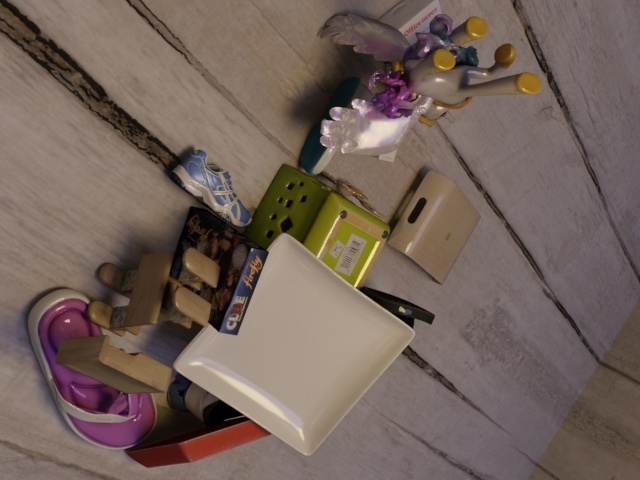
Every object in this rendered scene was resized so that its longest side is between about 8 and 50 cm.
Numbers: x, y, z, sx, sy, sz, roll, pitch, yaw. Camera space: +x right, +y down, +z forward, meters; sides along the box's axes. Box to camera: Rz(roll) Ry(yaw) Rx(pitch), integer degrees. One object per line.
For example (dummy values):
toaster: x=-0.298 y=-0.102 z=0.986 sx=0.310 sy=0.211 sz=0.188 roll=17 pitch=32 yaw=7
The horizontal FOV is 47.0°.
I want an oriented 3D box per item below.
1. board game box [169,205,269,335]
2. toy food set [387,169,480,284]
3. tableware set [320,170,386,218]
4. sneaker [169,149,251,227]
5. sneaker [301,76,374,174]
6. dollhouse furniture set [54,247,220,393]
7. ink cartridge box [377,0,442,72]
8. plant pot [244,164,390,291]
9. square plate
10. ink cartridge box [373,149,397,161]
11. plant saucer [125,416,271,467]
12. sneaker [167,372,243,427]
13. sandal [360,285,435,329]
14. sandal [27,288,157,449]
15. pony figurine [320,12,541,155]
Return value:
board game box: x=-0.201 y=0.051 z=1.378 sx=0.042 sy=0.243 sz=0.165 roll=14 pitch=100 yaw=-40
toy food set: x=0.301 y=-0.029 z=1.941 sx=0.220 sy=0.092 sz=0.306 roll=-60 pitch=145 yaw=-3
tableware set: x=0.068 y=-0.107 z=1.606 sx=0.141 sy=0.169 sz=0.020 roll=30 pitch=100 yaw=-32
sneaker: x=-0.195 y=-0.094 z=1.430 sx=0.081 sy=0.080 sz=0.211 roll=-54 pitch=137 yaw=-5
sneaker: x=0.044 y=-0.232 z=1.577 sx=0.092 sy=0.087 sz=0.229 roll=36 pitch=84 yaw=-40
dollhouse furniture set: x=-0.324 y=0.121 z=1.264 sx=0.161 sy=0.212 sz=0.242 roll=42 pitch=48 yaw=-46
ink cartridge box: x=0.212 y=-0.428 z=1.643 sx=0.139 sy=0.082 sz=0.191 roll=-43 pitch=135 yaw=-19
plant pot: x=0.000 y=0.000 z=1.561 sx=0.227 sy=0.207 sz=0.228 roll=27 pitch=90 yaw=-42
square plate: x=-0.049 y=0.208 z=1.445 sx=0.347 sy=0.049 sz=0.344 roll=38 pitch=97 yaw=-16
ink cartridge box: x=0.138 y=-0.249 z=1.658 sx=0.052 sy=0.088 sz=0.122 roll=7 pitch=105 yaw=-42
plant saucer: x=-0.236 y=0.420 z=1.545 sx=0.259 sy=0.258 sz=0.048 roll=-7 pitch=78 yaw=-41
sneaker: x=-0.167 y=0.275 z=1.573 sx=0.315 sy=0.182 sz=0.127 roll=-53 pitch=139 yaw=-8
sandal: x=0.143 y=0.177 z=1.660 sx=0.167 sy=0.446 sz=0.107 roll=19 pitch=84 yaw=-3
sandal: x=-0.422 y=0.274 z=1.388 sx=0.169 sy=0.102 sz=0.416 roll=-39 pitch=131 yaw=-22
pony figurine: x=0.192 y=-0.312 z=1.445 sx=0.351 sy=0.363 sz=0.303 roll=9 pitch=80 yaw=-21
